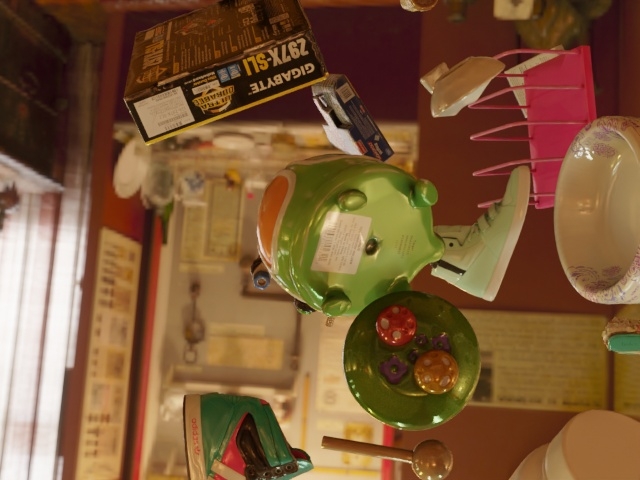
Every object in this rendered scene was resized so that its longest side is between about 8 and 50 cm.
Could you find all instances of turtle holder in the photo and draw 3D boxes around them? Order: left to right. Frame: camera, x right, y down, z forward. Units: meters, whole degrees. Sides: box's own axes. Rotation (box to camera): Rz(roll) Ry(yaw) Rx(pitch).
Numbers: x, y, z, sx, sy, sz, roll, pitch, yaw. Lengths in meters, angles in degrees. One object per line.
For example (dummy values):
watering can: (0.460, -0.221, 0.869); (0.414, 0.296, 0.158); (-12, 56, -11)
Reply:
turtle holder: (0.050, -0.030, 1.376); (0.320, 0.243, 0.227); (-27, -146, -29)

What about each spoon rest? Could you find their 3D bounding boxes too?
spoon rest: (0.231, -0.251, 1.509); (0.137, 0.084, 0.276); (-36, -169, 4)

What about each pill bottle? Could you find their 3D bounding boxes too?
pill bottle: (0.263, 0.320, 0.984); (0.160, 0.160, 0.283); (6, 132, -15)

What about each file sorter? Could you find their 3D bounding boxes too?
file sorter: (0.405, -0.213, 1.778); (0.182, 0.291, 0.202); (-3, 177, -21)

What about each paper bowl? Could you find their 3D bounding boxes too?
paper bowl: (0.485, -0.046, 1.387); (0.148, 0.284, 0.284); (0, 171, -13)

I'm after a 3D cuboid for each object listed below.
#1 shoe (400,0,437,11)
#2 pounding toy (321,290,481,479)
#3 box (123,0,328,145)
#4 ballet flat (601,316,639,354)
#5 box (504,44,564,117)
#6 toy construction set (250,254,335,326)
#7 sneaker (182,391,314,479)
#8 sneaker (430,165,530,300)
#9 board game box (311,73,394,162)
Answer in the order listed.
shoe: (0.133, -0.459, 1.388); (0.076, 0.219, 0.058); (-10, -170, -17)
pounding toy: (0.111, 0.167, 1.142); (0.182, 0.237, 0.110); (15, 164, 6)
box: (-0.138, -0.266, 1.288); (0.257, 0.079, 0.322); (-22, -152, 3)
ballet flat: (0.688, 0.192, 1.820); (0.240, 0.091, 0.077); (9, -146, 10)
box: (0.533, -0.381, 2.176); (0.137, 0.126, 0.072); (-23, -174, 33)
toy construction set: (0.000, 0.000, 2.098); (0.257, 0.237, 0.309); (22, -155, 15)
sneaker: (-0.095, 0.357, 1.310); (0.178, 0.296, 0.124); (-7, -178, -6)
sneaker: (0.282, -0.029, 1.643); (0.151, 0.256, 0.094); (19, -166, 8)
board game box: (0.046, -0.248, 1.874); (0.194, 0.060, 0.194); (55, 170, -19)
